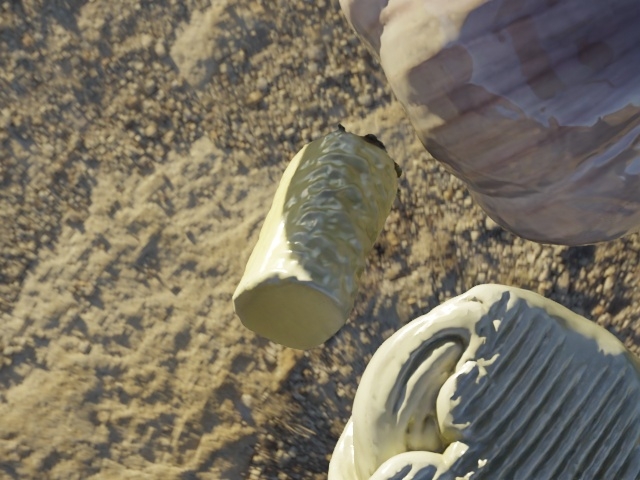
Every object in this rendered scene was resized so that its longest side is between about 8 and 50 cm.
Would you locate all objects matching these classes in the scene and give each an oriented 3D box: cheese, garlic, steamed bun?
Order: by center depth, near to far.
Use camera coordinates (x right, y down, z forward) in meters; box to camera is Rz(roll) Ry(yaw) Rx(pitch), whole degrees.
[{"bbox_3d":[0.175,-0.144,0.655,0.317,0.259,0.317,6,78,-33],"label":"garlic"},{"bbox_3d":[0.000,0.000,0.877,0.094,0.123,0.167,35,53,-20],"label":"cheese"},{"bbox_3d":[0.179,0.230,1.045,0.368,0.255,0.342,43,75,-7],"label":"steamed bun"}]
